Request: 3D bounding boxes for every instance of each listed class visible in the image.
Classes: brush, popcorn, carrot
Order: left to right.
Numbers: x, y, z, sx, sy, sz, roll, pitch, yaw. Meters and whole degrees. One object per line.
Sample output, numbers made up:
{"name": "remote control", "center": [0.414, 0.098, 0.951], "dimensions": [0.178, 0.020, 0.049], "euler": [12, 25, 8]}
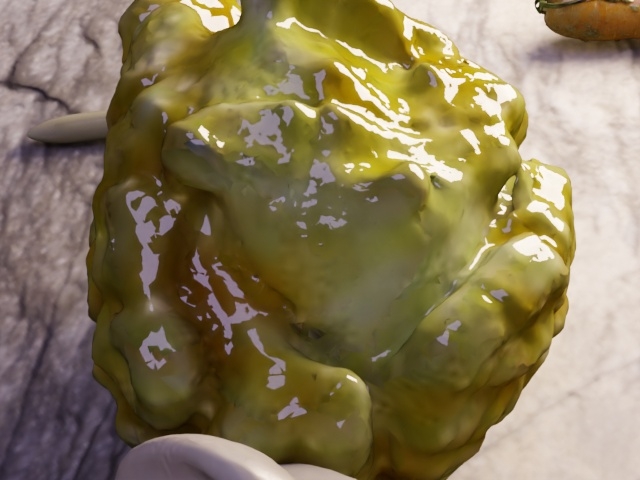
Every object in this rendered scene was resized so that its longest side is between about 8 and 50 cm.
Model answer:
{"name": "brush", "center": [-0.082, -0.095, 0.943], "dimensions": [0.299, 0.042, 0.039], "euler": [-8, 51, 9]}
{"name": "popcorn", "center": [0.002, -0.007, 0.697], "dimensions": [0.279, 0.274, 0.335], "euler": [6, 53, 12]}
{"name": "carrot", "center": [0.289, -0.171, 0.927], "dimensions": [0.254, 0.049, 0.049], "euler": [2, 52, 7]}

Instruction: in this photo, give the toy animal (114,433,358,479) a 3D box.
{"name": "toy animal", "center": [-0.077, 0.200, 0.531], "dimensions": [0.357, 0.194, 0.258], "euler": [-28, 45, 22]}
